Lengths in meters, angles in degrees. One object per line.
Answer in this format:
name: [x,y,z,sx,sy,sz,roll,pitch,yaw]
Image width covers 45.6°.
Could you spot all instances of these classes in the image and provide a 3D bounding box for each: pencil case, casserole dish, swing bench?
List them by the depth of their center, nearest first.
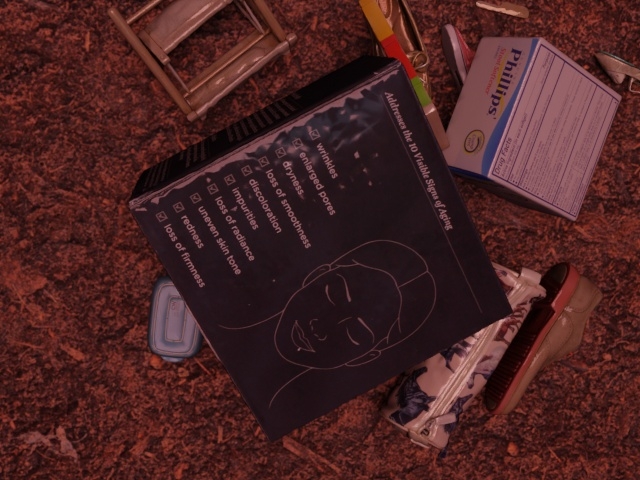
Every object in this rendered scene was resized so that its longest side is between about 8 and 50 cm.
swing bench: [-0.220,-0.394,1.448,0.253,0.165,0.255,-38,101,-3]
pencil case: [0.284,0.222,1.516,0.159,0.183,0.410,33,89,-19]
casserole dish: [-0.290,0.156,1.534,0.114,0.037,0.189,7,92,-6]

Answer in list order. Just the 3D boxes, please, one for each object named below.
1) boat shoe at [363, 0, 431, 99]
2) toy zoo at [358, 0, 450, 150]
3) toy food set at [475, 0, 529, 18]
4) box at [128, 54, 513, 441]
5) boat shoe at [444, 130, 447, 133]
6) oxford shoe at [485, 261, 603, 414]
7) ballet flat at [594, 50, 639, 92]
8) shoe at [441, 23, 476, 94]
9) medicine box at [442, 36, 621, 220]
boat shoe: [0.151,-0.389,1.514,0.104,0.089,0.285,-22,95,-4]
toy zoo: [0.143,-0.312,1.363,0.030,0.192,0.293,-28,73,9]
toy food set: [0.391,-0.561,1.551,0.132,0.038,0.192,9,92,-6]
box: [0.000,0.000,1.329,0.471,0.297,0.480,-27,108,0]
boat shoe: [0.150,-0.163,1.520,0.307,0.104,0.111,-17,95,-4]
oxford shoe: [0.466,0.223,1.566,0.130,0.123,0.348,31,91,-12]
ballet flat: [0.642,-0.341,1.580,0.168,0.057,0.052,20,101,-6]
shoe: [0.309,-0.362,1.546,0.081,0.063,0.178,-22,100,-5]
medicine box: [0.402,-0.211,1.459,0.289,0.149,0.264,19,92,-37]
